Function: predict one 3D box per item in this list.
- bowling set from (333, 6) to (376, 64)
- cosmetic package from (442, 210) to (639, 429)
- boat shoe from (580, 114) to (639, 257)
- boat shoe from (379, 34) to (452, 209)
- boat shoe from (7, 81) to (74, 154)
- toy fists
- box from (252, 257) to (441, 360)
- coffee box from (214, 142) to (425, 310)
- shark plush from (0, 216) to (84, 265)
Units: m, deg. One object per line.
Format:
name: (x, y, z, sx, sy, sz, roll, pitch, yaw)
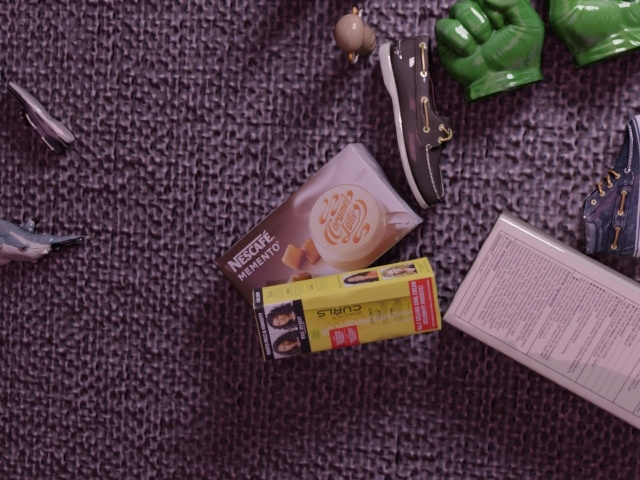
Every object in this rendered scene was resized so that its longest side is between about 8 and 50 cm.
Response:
bowling set: (-0.006, -0.380, 1.323, 0.200, 0.154, 0.286, 9, 97, 11)
cosmetic package: (0.331, 0.103, 1.319, 0.310, 0.113, 0.160, 30, 101, 7)
boat shoe: (0.380, -0.068, 1.315, 0.083, 0.065, 0.183, 0, 97, 8)
boat shoe: (0.135, -0.157, 1.351, 0.069, 0.081, 0.227, -13, 90, 17)
boat shoe: (-0.413, -0.177, 1.486, 0.125, 0.046, 0.038, 45, 97, -4)
toy fists: (0.284, -0.279, 1.303, 0.279, 0.096, 0.142, -17, 91, 14)
box: (0.033, 0.089, 1.319, 0.232, 0.058, 0.087, -10, 114, -2)
coffee box: (0.000, 0.000, 1.386, 0.246, 0.098, 0.141, -40, 87, 13)
shark plush: (-0.431, -0.008, 1.502, 0.161, 0.073, 0.067, -3, 65, 17)
